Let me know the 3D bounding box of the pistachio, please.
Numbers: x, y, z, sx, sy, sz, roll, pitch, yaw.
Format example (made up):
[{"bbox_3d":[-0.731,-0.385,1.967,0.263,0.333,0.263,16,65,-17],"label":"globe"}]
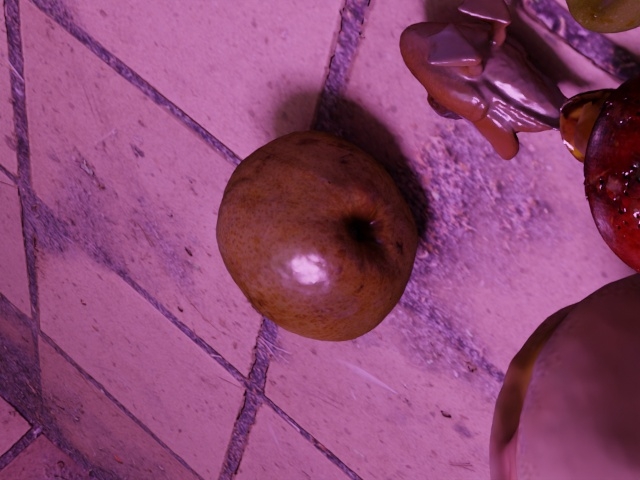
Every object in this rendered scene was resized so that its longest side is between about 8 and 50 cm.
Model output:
[{"bbox_3d":[0.324,0.228,0.953,0.281,0.365,0.446,115,138,-59],"label":"pistachio"}]

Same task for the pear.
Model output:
[{"bbox_3d":[0.000,0.000,1.262,0.229,0.188,0.211,55,162,-13],"label":"pear"}]

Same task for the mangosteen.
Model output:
[{"bbox_3d":[0.264,-0.054,0.905,0.166,0.166,0.180,61,173,-23],"label":"mangosteen"}]

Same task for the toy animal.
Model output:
[{"bbox_3d":[0.146,-0.126,1.043,0.188,0.089,0.179,36,166,18],"label":"toy animal"}]

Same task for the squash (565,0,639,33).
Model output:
[{"bbox_3d":[0.256,-0.223,0.768,0.094,0.094,0.341,49,153,-4],"label":"squash"}]
